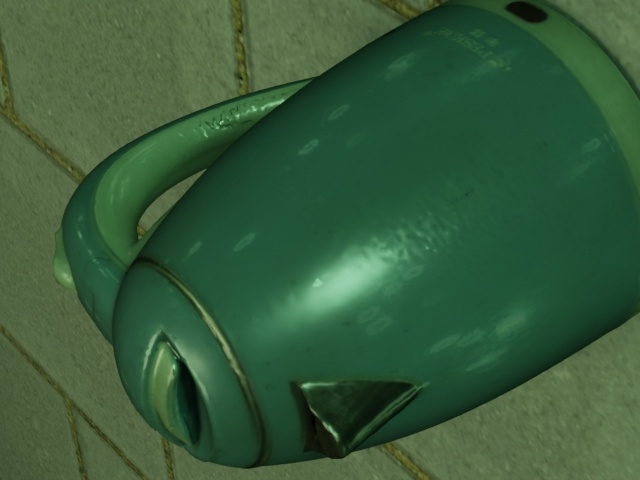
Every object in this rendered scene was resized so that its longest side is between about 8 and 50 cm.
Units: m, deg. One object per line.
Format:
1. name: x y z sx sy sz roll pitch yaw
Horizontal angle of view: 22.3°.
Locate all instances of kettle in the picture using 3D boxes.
1. kettle: 0.000 0.000 1.061 0.319 0.342 0.247 37 146 40
